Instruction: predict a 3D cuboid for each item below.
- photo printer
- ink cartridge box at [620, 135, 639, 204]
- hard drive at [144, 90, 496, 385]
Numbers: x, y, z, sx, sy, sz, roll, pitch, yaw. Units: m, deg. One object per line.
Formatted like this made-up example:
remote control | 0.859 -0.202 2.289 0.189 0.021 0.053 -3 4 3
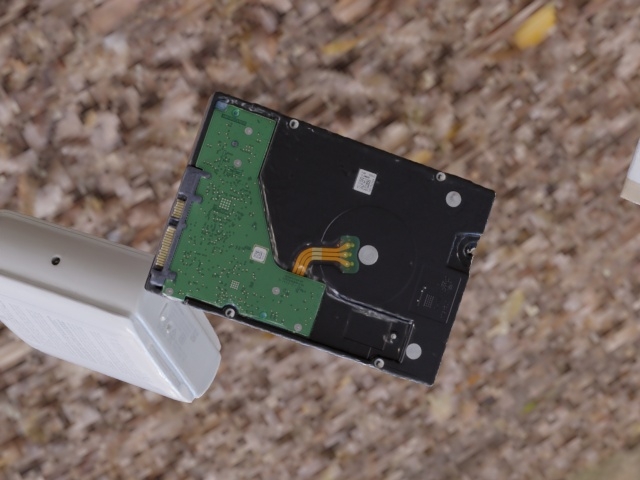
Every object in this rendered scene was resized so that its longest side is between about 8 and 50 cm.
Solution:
photo printer | -0.300 0.078 1.970 0.107 0.307 0.256 -62 152 -23
ink cartridge box | 0.439 -0.116 1.626 0.088 0.193 0.235 -52 159 -44
hard drive | 0.000 0.000 1.733 0.064 0.339 0.237 175 -66 -80
